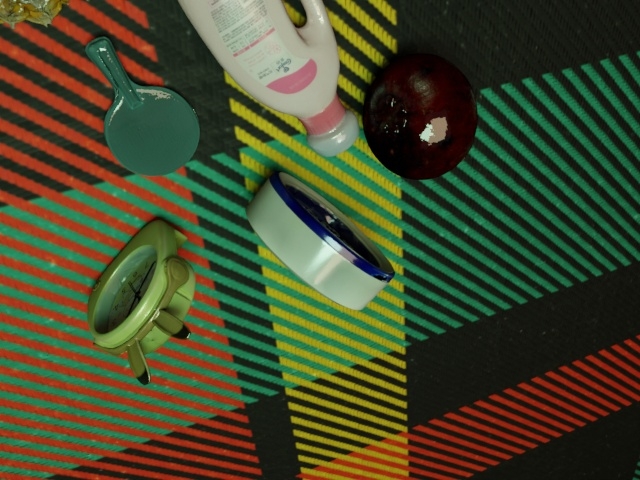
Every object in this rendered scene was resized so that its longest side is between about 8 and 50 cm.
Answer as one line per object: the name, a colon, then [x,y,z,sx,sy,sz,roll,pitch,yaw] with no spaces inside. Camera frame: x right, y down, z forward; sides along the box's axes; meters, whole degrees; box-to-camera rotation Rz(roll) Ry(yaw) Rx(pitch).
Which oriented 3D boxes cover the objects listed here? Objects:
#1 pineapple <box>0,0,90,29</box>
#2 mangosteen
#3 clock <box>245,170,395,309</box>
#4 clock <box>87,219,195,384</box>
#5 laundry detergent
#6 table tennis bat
pineapple: [-0.330,-0.323,0.591,0.225,0.076,0.224,-11,123,-17]
mangosteen: [0.156,-0.182,0.850,0.200,0.200,0.199,-11,122,-18]
clock: [0.000,0.000,0.835,0.231,0.230,0.083,31,105,-35]
clock: [-0.237,0.085,0.774,0.170,0.232,0.069,-46,126,7]
laundry detergent: [-0.051,-0.254,0.752,0.159,0.088,0.335,-38,128,0]
table tennis bat: [-0.237,-0.171,0.749,0.124,0.033,0.201,-32,129,-7]
